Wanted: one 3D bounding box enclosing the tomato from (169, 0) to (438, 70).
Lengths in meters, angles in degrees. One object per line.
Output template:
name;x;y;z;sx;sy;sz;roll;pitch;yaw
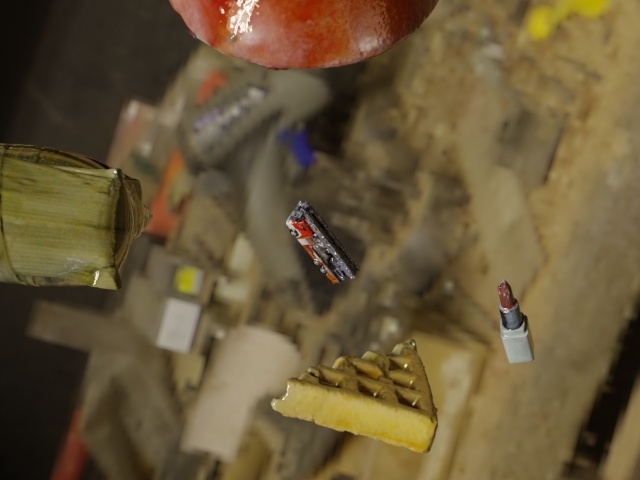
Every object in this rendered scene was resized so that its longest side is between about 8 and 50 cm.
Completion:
tomato;-0.023;-0.313;1.893;0.309;0.309;0.170;-95;8;-50

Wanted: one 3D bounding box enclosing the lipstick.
lipstick;0.174;0.071;1.800;0.107;0.025;0.025;69;-163;-49

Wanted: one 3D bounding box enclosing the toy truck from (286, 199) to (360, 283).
toy truck;0.000;0.000;1.595;0.032;0.083;0.024;-3;43;48

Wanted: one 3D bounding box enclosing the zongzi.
zongzi;-0.224;-0.026;1.386;0.204;0.205;0.094;-69;-15;-83

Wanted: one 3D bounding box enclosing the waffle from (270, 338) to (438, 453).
waffle;0.021;0.094;1.429;0.191;0.125;0.032;-103;28;-73
